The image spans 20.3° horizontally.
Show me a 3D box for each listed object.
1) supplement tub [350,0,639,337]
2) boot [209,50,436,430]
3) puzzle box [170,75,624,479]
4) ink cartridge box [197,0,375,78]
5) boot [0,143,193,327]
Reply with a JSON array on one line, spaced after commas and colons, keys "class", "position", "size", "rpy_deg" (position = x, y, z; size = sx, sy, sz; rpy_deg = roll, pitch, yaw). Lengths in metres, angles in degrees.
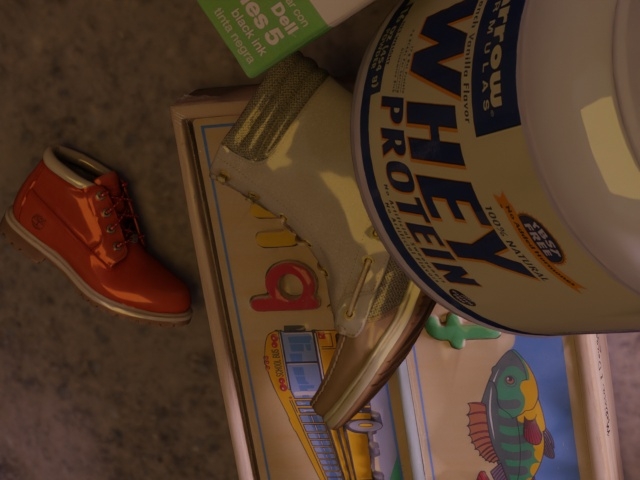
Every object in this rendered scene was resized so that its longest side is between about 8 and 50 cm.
[{"class": "supplement tub", "position": [0.175, -0.069, 0.928], "size": [0.235, 0.235, 0.325], "rpy_deg": [60, 160, -7]}, {"class": "boot", "position": [0.000, 0.000, 1.140], "size": [0.165, 0.077, 0.213], "rpy_deg": [29, 111, 9]}, {"class": "puzzle box", "position": [0.059, 0.086, 1.220], "size": [0.272, 0.052, 0.409], "rpy_deg": [-3, 108, 23]}, {"class": "ink cartridge box", "position": [0.066, -0.226, 1.020], "size": [0.273, 0.198, 0.115], "rpy_deg": [-30, 96, 28]}, {"class": "boot", "position": [-0.148, -0.002, 1.267], "size": [0.158, 0.059, 0.084], "rpy_deg": [33, 112, 8]}]
